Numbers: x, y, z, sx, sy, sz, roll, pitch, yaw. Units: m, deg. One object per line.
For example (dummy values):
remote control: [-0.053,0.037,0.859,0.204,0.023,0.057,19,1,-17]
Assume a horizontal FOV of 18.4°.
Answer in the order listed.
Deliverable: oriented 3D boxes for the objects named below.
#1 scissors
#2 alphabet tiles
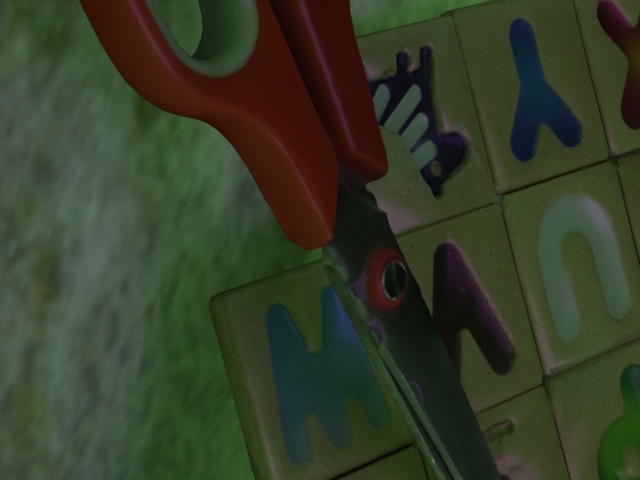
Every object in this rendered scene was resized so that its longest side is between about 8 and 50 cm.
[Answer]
scissors: [0.000,0.000,0.485,0.109,0.021,0.297,-38,121,-47]
alphabet tiles: [0.100,0.091,0.613,0.285,0.011,0.342,-18,95,-43]
